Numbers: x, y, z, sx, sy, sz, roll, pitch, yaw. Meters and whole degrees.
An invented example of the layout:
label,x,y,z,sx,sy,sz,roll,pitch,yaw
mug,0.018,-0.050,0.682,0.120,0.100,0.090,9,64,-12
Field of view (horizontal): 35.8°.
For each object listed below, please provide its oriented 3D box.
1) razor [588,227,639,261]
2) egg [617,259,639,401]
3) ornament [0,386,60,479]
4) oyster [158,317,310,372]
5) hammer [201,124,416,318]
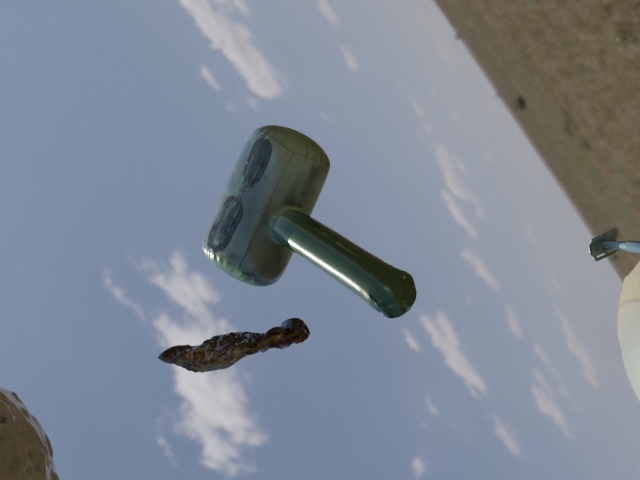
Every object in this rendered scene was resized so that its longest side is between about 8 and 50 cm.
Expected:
label,x,y,z,sx,sy,sz,roll,pitch,yaw
razor,0.501,0.011,1.575,0.135,0.068,0.040,7,114,55
egg,0.499,0.120,1.171,0.283,0.283,0.345,47,-142,-32
ornament,-0.486,0.328,1.223,0.337,0.337,0.337,51,-165,-19
oyster,-0.073,0.095,0.897,0.132,0.086,0.029,-5,-105,-33
hammer,0.000,0.000,1.212,0.119,0.206,0.335,13,-164,-49
